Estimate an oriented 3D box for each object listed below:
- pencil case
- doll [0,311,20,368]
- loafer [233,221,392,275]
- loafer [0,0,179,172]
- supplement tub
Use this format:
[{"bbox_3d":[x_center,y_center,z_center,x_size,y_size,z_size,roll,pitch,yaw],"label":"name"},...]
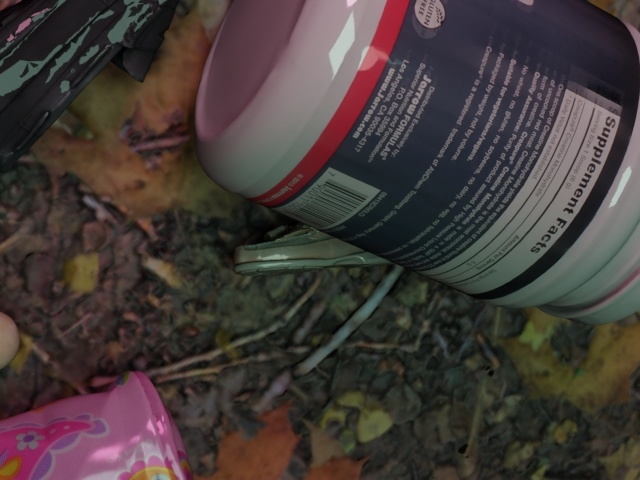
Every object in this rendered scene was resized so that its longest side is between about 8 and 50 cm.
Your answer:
[{"bbox_3d":[-0.208,0.172,0.696,0.284,0.124,0.124,-20,106,-16],"label":"pencil case"},{"bbox_3d":[-0.260,0.029,0.688,0.189,0.046,0.129,25,91,-21],"label":"doll"},{"bbox_3d":[0.000,0.000,0.784,0.125,0.045,0.039,-4,84,-26],"label":"loafer"},{"bbox_3d":[-0.122,-0.128,0.699,0.223,0.076,0.078,-39,115,-5],"label":"loafer"},{"bbox_3d":[0.080,-0.073,0.715,0.272,0.191,0.191,23,91,-22],"label":"supplement tub"}]
